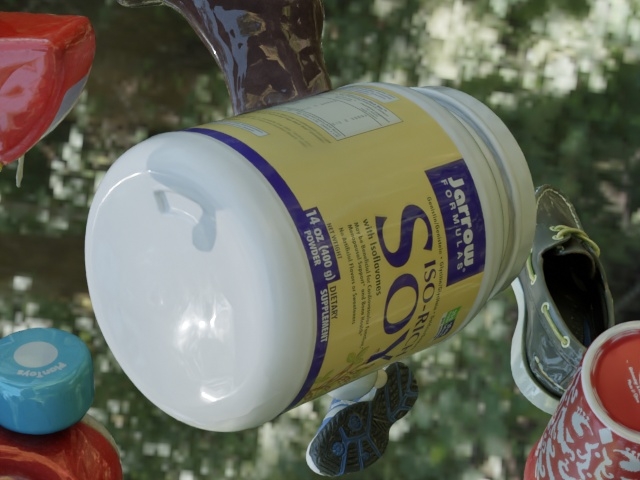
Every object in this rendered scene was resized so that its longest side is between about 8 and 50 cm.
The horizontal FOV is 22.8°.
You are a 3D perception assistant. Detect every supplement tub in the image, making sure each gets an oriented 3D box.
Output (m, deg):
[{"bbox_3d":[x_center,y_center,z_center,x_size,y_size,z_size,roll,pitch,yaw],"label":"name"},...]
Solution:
[{"bbox_3d":[0.000,0.000,1.317,0.241,0.331,0.241,18,117,40],"label":"supplement tub"}]

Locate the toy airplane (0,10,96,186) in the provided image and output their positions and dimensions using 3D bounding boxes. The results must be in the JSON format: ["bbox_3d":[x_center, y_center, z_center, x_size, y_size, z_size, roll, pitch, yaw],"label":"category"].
[{"bbox_3d":[-0.383,-0.067,1.333,0.272,0.386,0.384,62,162,-17],"label":"toy airplane"}]

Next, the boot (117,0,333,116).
[{"bbox_3d":[-0.116,-0.243,1.847,0.090,0.249,0.206,65,-164,-78],"label":"boot"}]

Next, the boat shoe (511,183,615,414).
[{"bbox_3d":[0.255,0.043,1.660,0.091,0.109,0.305,-51,23,38],"label":"boat shoe"}]

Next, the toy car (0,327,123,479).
[{"bbox_3d":[-0.228,0.213,1.020,0.238,0.210,0.219,-107,17,-57],"label":"toy car"}]

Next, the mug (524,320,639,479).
[{"bbox_3d":[0.221,0.144,1.076,0.113,0.150,0.169,-42,-22,-25],"label":"mug"}]

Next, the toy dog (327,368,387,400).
[{"bbox_3d":[0.061,0.050,1.994,0.220,0.161,0.333,-9,64,56],"label":"toy dog"}]

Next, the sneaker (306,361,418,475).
[{"bbox_3d":[0.043,0.232,1.990,0.081,0.211,0.080,-22,101,42],"label":"sneaker"}]
